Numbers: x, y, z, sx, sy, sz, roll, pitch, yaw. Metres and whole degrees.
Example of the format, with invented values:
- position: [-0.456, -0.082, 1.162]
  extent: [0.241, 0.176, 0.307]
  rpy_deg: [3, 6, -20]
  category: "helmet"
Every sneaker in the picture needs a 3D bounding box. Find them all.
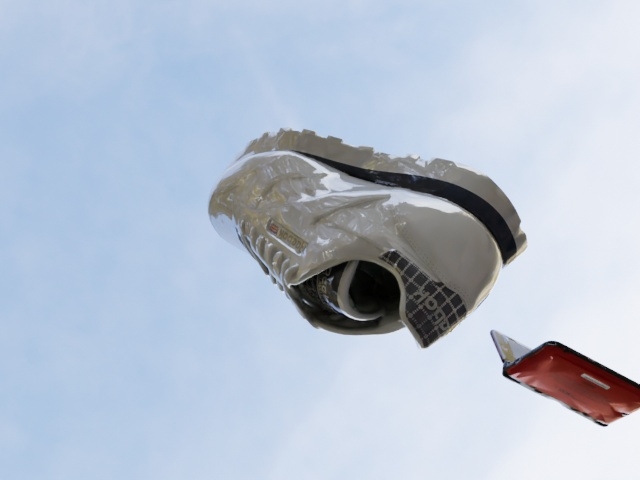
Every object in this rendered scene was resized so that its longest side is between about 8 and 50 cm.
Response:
- position: [0.000, 0.000, 0.613]
  extent: [0.095, 0.235, 0.090]
  rpy_deg: [-52, -55, -23]
  category: "sneaker"

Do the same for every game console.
- position: [0.271, 0.134, 1.171]
  extent: [0.144, 0.124, 0.085]
  rpy_deg: [27, -129, -16]
  category: "game console"
